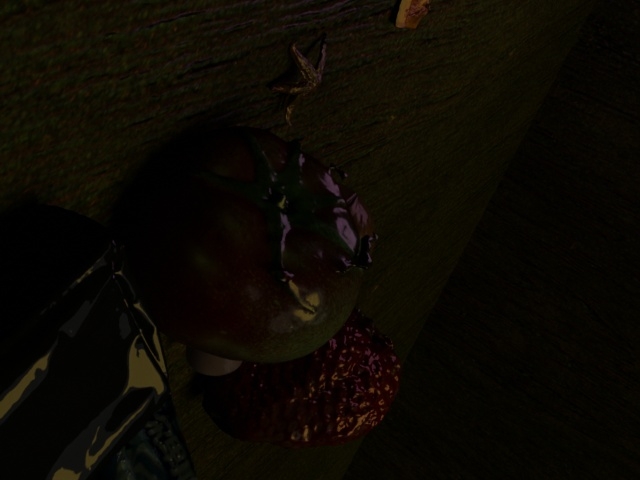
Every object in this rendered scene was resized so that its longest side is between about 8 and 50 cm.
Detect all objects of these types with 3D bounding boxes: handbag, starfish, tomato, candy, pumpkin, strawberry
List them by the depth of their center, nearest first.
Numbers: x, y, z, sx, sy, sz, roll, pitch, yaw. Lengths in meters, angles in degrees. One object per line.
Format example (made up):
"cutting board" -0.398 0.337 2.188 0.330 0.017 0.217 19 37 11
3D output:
"handbag" -0.317 0.147 1.217 0.302 0.178 0.275 -48 148 -31
"tomato" -0.098 0.014 1.477 0.303 0.303 0.239 -38 172 -48
"starfish" -0.016 -0.231 1.599 0.130 0.041 0.133 -53 164 -16
"candy" -0.250 0.276 1.608 0.187 0.077 0.331 -32 110 -57
"pumpkin" 0.148 -0.362 1.838 0.073 0.035 0.101 -60 166 22
"strawberry" -0.039 0.243 2.072 0.351 0.312 0.267 -21 125 -34

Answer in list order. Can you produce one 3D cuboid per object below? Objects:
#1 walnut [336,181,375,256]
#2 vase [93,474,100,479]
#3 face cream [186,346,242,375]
"walnut" 0.000 0.000 1.875 0.207 0.167 0.167 -54 167 28
"vase" -0.387 0.389 1.581 0.299 0.143 0.143 -47 163 -41
"face cream" -0.152 0.071 1.742 0.154 0.096 0.274 -36 142 -44
